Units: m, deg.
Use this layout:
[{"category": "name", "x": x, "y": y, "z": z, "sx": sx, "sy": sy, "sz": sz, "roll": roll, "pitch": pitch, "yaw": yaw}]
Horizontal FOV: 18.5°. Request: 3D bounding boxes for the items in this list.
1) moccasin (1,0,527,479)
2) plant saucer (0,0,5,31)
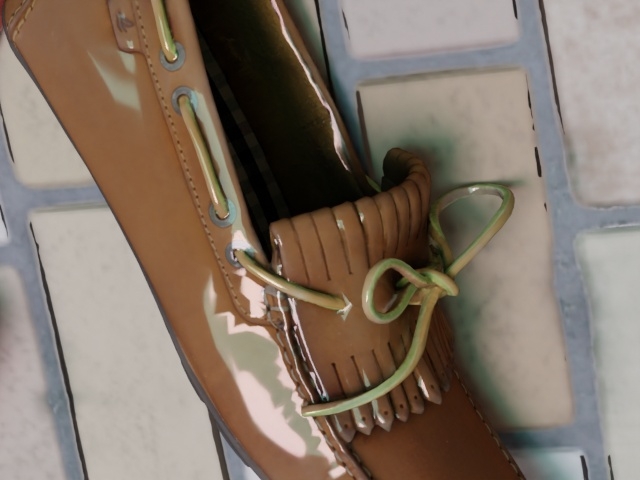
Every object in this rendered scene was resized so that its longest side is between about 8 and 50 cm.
[{"category": "moccasin", "x": 0.002, "y": -0.001, "z": 0.946, "sx": 0.147, "sy": 0.139, "sz": 0.380, "roll": -29, "pitch": 88, "yaw": 35}, {"category": "plant saucer", "x": -0.252, "y": -0.251, "z": 0.948, "sx": 0.258, "sy": 0.047, "sz": 0.259, "roll": 18, "pitch": 105, "yaw": 15}]
